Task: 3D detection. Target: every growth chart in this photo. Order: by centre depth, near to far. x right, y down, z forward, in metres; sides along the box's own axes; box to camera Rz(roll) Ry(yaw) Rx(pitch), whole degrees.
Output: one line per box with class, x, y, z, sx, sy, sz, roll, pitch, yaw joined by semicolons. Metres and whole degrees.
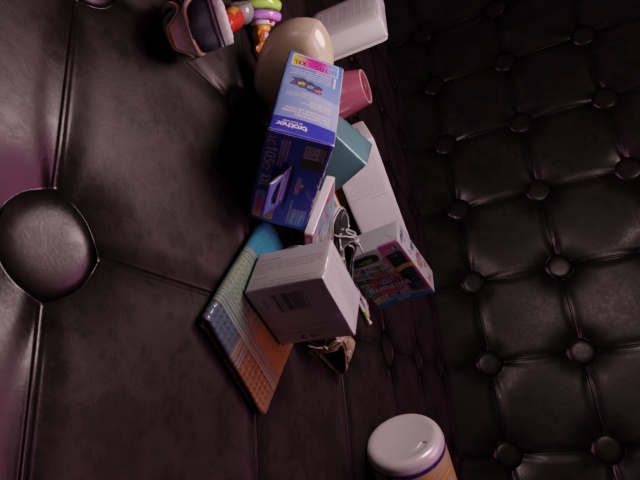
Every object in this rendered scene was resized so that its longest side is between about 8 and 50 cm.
growth chart;0.155;0.166;1.809;0.172;0.021;0.237;59;26;-35

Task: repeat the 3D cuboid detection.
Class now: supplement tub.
supplement tub;0.296;0.737;1.516;0.241;0.240;0.332;-50;124;-64

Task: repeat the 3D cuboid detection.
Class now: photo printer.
photo printer;0.085;-0.771;1.799;0.107;0.307;0.256;56;26;-44

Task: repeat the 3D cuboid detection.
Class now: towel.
towel;-0.129;0.150;1.089;0.370;0.040;0.272;-67;138;-55

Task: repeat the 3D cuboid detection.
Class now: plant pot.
plant pot;0.009;-0.289;1.485;0.234;0.165;0.166;42;31;-15
plant pot;0.087;-0.547;1.848;0.201;0.180;0.202;-13;90;-68

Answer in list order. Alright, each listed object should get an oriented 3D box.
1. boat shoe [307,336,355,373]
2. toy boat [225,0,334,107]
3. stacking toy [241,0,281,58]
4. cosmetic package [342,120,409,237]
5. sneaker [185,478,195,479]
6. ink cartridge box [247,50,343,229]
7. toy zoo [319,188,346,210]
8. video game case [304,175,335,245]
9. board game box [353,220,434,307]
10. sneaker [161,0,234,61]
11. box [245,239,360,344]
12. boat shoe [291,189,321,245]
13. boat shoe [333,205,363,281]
boat shoe;0.031;0.278;1.311;0.285;0.104;0.090;52;40;-55
toy boat;-0.116;-0.503;1.288;0.318;0.267;0.148;35;42;-12
stacking toy;-0.167;-0.653;1.366;0.175;0.165;0.302;-24;115;-59
cosmetic package;0.173;-0.173;1.797;0.230;0.161;0.454;-99;166;-63
sneaker;-0.155;0.479;0.778;0.275;0.106;0.110;56;48;-33
ink cartridge box;-0.059;-0.217;1.160;0.270;0.151;0.396;112;-12;-46
toy zoo;0.029;-0.162;1.675;0.192;0.030;0.293;-75;145;-51
video game case;0.000;0.000;1.308;0.285;0.025;0.204;89;17;-51
board game box;0.233;0.093;1.718;0.303;0.223;0.098;47;32;-38
sneaker;-0.259;-0.453;1.031;0.321;0.127;0.126;-116;-172;-64
box;-0.031;0.114;1.049;0.119;0.180;0.182;-75;146;-47
boat shoe;-0.037;-0.074;1.414;0.081;0.068;0.228;35;35;-16
boat shoe;0.072;0.019;1.537;0.113;0.104;0.307;52;37;-42
